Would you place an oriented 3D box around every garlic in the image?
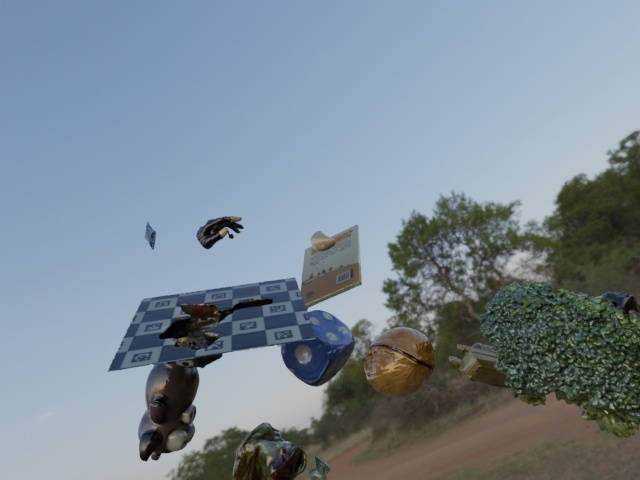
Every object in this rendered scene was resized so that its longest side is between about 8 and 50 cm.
[{"bbox_3d":[0.001,0.000,1.262,0.053,0.083,0.041,-35,-58,-8],"label":"garlic"}]

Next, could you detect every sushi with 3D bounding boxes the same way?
[{"bbox_3d":[-0.204,0.181,0.989,0.359,0.064,0.343,-8,15,-8],"label":"sushi"}]

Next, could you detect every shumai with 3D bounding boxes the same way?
[{"bbox_3d":[-0.145,0.724,1.526,0.222,0.203,0.272,-50,-33,-30],"label":"shumai"}]

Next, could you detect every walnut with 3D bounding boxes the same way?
[{"bbox_3d":[0.167,0.255,1.023,0.144,0.144,0.180,-19,-16,-19],"label":"walnut"}]

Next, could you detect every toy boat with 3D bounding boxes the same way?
[{"bbox_3d":[0.545,0.383,1.492,0.310,0.115,0.089,13,-61,-15],"label":"toy boat"}]

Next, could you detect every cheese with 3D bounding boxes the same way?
[{"bbox_3d":[-0.003,0.679,1.396,0.026,0.067,0.121,-20,-51,-52],"label":"cheese"}]

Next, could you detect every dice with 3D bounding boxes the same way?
[{"bbox_3d":[-0.005,0.274,1.244,0.146,0.146,0.143,-4,-52,-58],"label":"dice"}]

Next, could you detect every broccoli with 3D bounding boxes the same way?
[{"bbox_3d":[0.544,0.243,1.048,0.317,0.277,0.338,27,-22,-15],"label":"broccoli"}]

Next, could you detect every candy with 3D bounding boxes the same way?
[{"bbox_3d":[-0.747,-0.025,2.127,0.038,0.136,0.088,-4,-63,-35],"label":"candy"}]

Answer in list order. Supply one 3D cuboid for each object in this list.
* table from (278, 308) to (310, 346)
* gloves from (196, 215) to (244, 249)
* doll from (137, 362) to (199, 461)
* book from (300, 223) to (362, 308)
[{"bbox_3d":[-0.149,0.351,2.077,0.166,0.167,0.198,-4,-26,-47],"label":"table"},{"bbox_3d":[-0.383,-0.051,1.856,0.180,0.106,0.129,-36,-9,9],"label":"gloves"},{"bbox_3d":[-0.335,0.363,1.084,0.117,0.257,0.182,7,-4,5],"label":"doll"},{"bbox_3d":[0.031,0.077,1.504,0.207,0.295,0.020,-26,-60,20],"label":"book"}]
